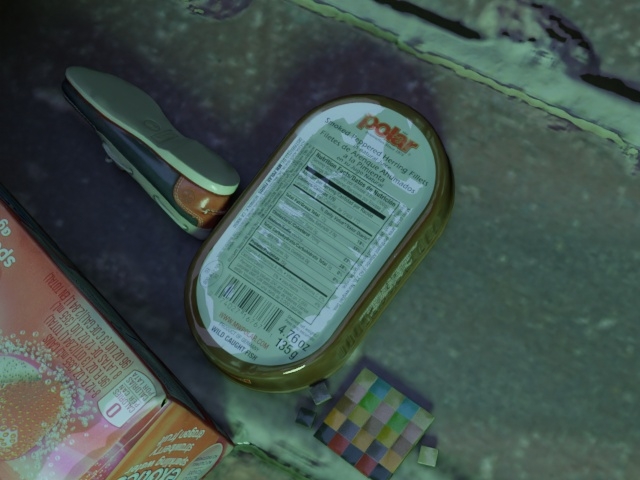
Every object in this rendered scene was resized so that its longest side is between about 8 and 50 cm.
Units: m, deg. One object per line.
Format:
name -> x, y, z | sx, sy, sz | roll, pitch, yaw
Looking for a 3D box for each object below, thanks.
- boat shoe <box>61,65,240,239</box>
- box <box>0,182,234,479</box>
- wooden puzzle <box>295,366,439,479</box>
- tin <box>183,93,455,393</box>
boat shoe -> -0.107, -0.055, 0.899 | 0.137, 0.049, 0.043 | 38, 122, 18
box -> -0.206, 0.043, 0.825 | 0.142, 0.154, 0.300 | -43, 71, -6
wooden puzzle -> 0.029, 0.104, 0.842 | 0.083, 0.006, 0.049 | 35, 81, 18
tin -> 0.000, 0.000, 0.867 | 0.106, 0.040, 0.190 | 34, 81, 14
